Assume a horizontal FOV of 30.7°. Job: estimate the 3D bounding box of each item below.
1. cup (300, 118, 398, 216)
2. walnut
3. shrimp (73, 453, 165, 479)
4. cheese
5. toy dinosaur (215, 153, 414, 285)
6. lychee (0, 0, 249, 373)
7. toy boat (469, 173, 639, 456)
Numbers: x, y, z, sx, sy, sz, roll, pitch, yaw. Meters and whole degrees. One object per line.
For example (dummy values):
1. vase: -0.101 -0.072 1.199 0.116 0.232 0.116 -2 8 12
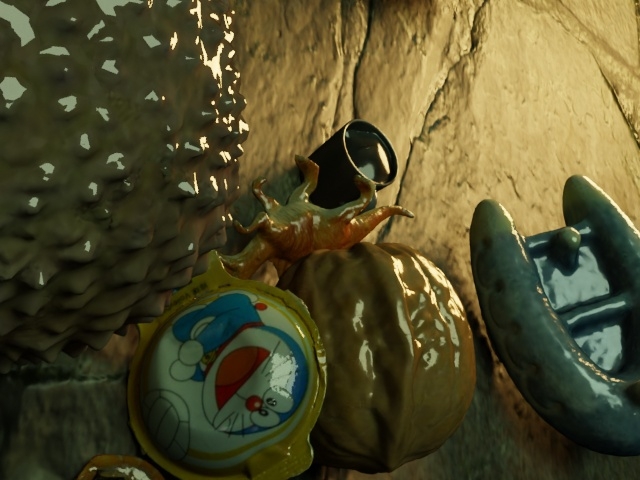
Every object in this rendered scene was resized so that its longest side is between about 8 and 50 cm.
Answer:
1. cup: 0.030 -0.065 1.221 0.078 0.077 0.100 14 56 -38
2. walnut: 0.042 0.106 1.045 0.213 0.213 0.213 24 50 -33
3. shrimp: -0.153 0.224 0.898 0.091 0.025 0.127 21 48 -35
4. cheese: -0.095 0.086 0.964 0.270 0.177 0.069 59 3 26
5. toy dinosaur: -0.001 0.000 1.126 0.212 0.057 0.142 21 84 -26
6. lychee: -0.244 -0.088 0.757 0.432 0.380 0.380 -25 83 -27
7. toy boat: 0.300 0.077 1.294 0.215 0.123 0.330 -12 71 -15
